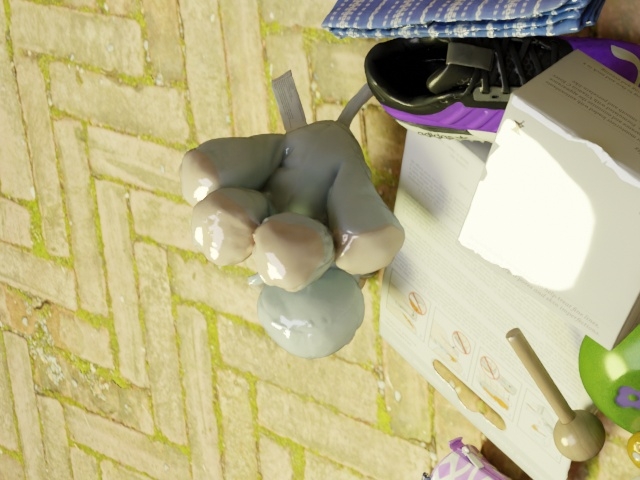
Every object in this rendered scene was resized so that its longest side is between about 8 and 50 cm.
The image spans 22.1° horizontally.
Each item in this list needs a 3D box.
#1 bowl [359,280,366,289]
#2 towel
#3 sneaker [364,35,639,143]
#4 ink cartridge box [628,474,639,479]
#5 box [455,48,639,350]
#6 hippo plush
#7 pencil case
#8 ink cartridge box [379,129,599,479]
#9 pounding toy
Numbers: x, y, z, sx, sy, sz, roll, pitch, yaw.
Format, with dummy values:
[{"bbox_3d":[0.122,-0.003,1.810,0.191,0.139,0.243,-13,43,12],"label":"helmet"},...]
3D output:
[{"bbox_3d":[0.000,0.000,1.974,0.142,0.053,0.142,3,110,49],"label":"bowl"},{"bbox_3d":[0.160,-0.291,1.501,0.336,0.243,0.040,6,154,49],"label":"towel"},{"bbox_3d":[0.170,-0.152,1.542,0.293,0.146,0.102,0,74,28],"label":"sneaker"},{"bbox_3d":[0.276,0.394,1.685,0.207,0.119,0.353,42,141,-5],"label":"ink cartridge box"},{"bbox_3d":[0.242,-0.037,1.447,0.181,0.119,0.182,36,134,20],"label":"box"},{"bbox_3d":[-0.041,-0.003,1.797,0.237,0.234,0.294,98,170,-46],"label":"hippo plush"},{"bbox_3d":[0.216,0.305,1.847,0.206,0.086,0.088,32,121,34],"label":"pencil case"},{"bbox_3d":[0.207,0.058,1.749,0.308,0.091,0.385,42,148,28],"label":"ink cartridge box"},{"bbox_3d":[0.304,0.162,1.556,0.237,0.110,0.183,-12,129,31],"label":"pounding toy"}]
